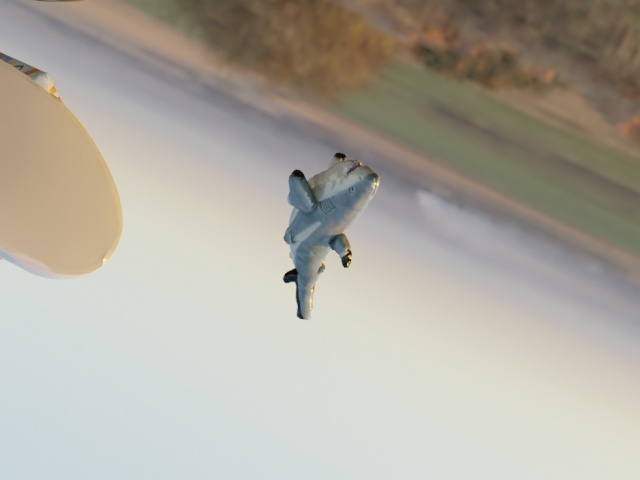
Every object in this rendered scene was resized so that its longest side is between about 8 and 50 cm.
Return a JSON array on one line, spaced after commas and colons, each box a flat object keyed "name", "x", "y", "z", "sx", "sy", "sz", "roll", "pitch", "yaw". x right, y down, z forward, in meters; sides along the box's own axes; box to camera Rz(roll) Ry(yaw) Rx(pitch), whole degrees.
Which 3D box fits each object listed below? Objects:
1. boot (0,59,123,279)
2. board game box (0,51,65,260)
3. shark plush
[{"name": "boot", "x": -0.233, "y": -0.065, "z": 1.110, "sx": 0.258, "sy": 0.095, "sz": 0.123, "roll": 43, "pitch": 153, "yaw": -13}, {"name": "board game box", "x": -0.328, "y": -0.088, "z": 1.943, "sx": 0.144, "sy": 0.142, "sz": 0.275, "roll": 65, "pitch": 167, "yaw": -18}, {"name": "shark plush", "x": 0.000, "y": 0.000, "z": 1.671, "sx": 0.067, "sy": 0.161, "sz": 0.073, "roll": 32, "pitch": -160, "yaw": 24}]
